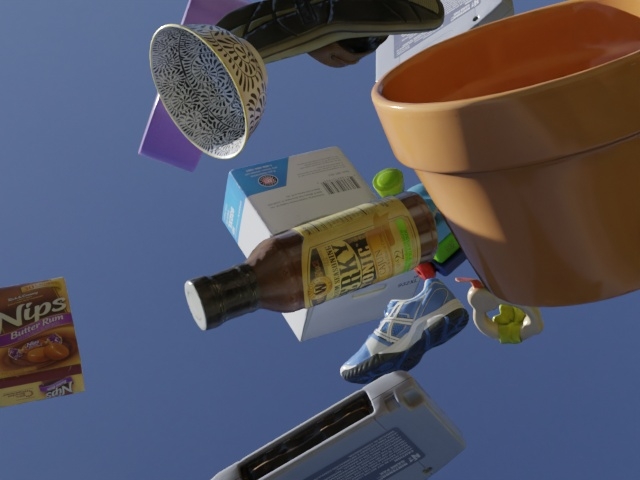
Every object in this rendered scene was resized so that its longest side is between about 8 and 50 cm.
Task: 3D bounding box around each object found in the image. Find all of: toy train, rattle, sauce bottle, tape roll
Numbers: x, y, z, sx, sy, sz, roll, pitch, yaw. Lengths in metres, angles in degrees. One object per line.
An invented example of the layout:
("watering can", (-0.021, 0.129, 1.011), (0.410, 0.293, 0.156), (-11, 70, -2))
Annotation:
("toy train", (0.118, -0.055, 1.753), (0.105, 0.248, 0.143), (-40, -47, -11))
("rattle", (0.332, 0.087, 2.124), (0.200, 0.130, 0.142), (43, -123, -20))
("sauce bottle", (-0.010, 0.032, 1.530), (0.344, 0.111, 0.111), (-21, -102, -20))
("tape roll", (-0.190, -0.245, 1.728), (0.090, 0.274, 0.274), (18, -128, -10))

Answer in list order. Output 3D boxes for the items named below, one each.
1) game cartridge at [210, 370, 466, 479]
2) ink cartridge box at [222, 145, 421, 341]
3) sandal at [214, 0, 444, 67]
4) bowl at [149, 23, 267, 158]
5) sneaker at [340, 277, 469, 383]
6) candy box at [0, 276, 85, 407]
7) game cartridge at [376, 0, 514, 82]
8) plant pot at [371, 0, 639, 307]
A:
("game cartridge", (0.024, 0.286, 1.432), (0.198, 0.297, 0.062), (49, -167, -52))
("ink cartridge box", (0.000, 0.000, 1.962), (0.223, 0.129, 0.307), (-14, -129, -28))
("sandal", (0.008, -0.270, 1.477), (0.086, 0.303, 0.120), (73, -173, -48))
("bowl", (-0.114, -0.187, 1.333), (0.080, 0.170, 0.170), (-35, -90, -30))
("sneaker", (0.115, 0.136, 1.661), (0.080, 0.211, 0.081), (31, -152, -55))
("candy box", (-0.372, 0.127, 1.485), (0.109, 0.053, 0.186), (-10, -144, -14))
("game cartridge", (0.229, -0.395, 2.137), (0.060, 0.294, 0.196), (41, -144, -29))
("plant pot", (0.212, -0.077, 0.986), (0.291, 0.291, 0.203), (-41, -62, -47))
